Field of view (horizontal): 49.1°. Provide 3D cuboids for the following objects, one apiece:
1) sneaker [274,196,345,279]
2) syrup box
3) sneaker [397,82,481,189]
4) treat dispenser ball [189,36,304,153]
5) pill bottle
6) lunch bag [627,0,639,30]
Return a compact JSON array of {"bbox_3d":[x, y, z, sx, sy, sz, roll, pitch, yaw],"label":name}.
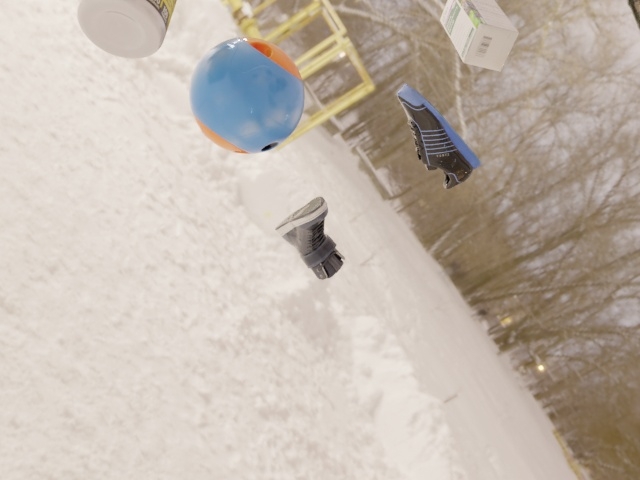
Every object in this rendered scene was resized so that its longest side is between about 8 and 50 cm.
[{"bbox_3d":[0.001,-0.001,1.511,0.163,0.086,0.226,51,-20,-5],"label":"sneaker"},{"bbox_3d":[0.345,-0.475,1.552,0.097,0.093,0.236,9,38,-15],"label":"syrup box"},{"bbox_3d":[0.218,-0.202,1.393,0.232,0.090,0.081,46,10,-14],"label":"sneaker"},{"bbox_3d":[-0.182,-0.360,1.751,0.288,0.288,0.288,56,9,-14],"label":"treat dispenser ball"},{"bbox_3d":[-0.407,-0.589,1.572,0.188,0.188,0.333,48,43,-50],"label":"pill bottle"},{"bbox_3d":[0.604,-0.469,1.147,0.169,0.235,0.287,9,-1,45],"label":"lunch bag"}]
